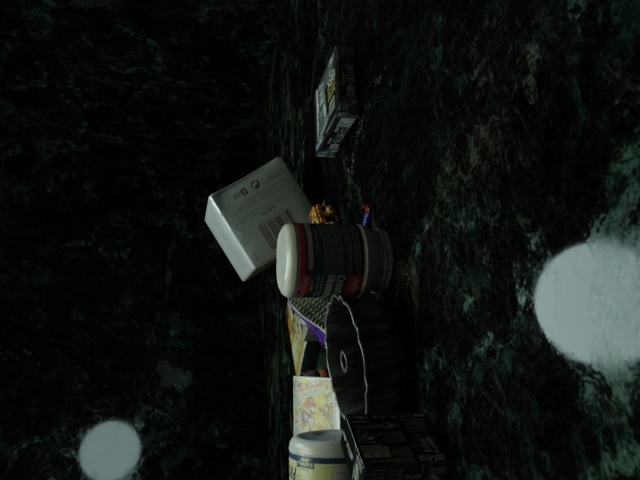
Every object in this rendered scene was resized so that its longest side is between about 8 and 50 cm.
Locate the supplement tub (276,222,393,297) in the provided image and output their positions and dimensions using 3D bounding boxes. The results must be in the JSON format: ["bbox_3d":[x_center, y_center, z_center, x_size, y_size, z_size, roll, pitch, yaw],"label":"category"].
[{"bbox_3d":[0.032,0.052,1.435,0.191,0.272,0.191,-179,90,-77],"label":"supplement tub"}]

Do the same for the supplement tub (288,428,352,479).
[{"bbox_3d":[0.036,0.671,1.441,0.235,0.235,0.325,141,129,-73],"label":"supplement tub"}]

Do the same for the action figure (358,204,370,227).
[{"bbox_3d":[0.127,-0.041,1.578,0.038,0.030,0.115,161,108,-71],"label":"action figure"}]

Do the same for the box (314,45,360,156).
[{"bbox_3d":[0.049,-0.445,1.836,0.307,0.076,0.243,133,137,-71],"label":"box"}]

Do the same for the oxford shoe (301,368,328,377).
[{"bbox_3d":[-0.012,0.574,1.950,0.271,0.098,0.097,-105,22,-50],"label":"oxford shoe"}]

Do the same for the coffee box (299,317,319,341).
[{"bbox_3d":[-0.003,0.228,1.945,0.247,0.098,0.141,106,161,-46],"label":"coffee box"}]

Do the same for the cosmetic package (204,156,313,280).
[{"bbox_3d":[-0.238,-0.071,2.239,0.327,0.329,0.393,57,162,2],"label":"cosmetic package"}]

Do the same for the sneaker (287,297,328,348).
[{"bbox_3d":[0.007,0.252,1.667,0.293,0.102,0.146,40,150,25],"label":"sneaker"}]

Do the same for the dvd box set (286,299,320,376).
[{"bbox_3d":[-0.076,0.343,2.326,0.420,0.062,0.308,-104,20,-49],"label":"dvd box set"}]

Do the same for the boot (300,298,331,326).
[{"bbox_3d":[0.017,0.161,1.747,0.095,0.123,0.258,-45,-35,-66],"label":"boot"}]

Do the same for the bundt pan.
[{"bbox_3d":[0.112,0.286,1.358,0.331,0.124,0.331,174,90,-74],"label":"bundt pan"}]

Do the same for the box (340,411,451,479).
[{"bbox_3d":[0.146,0.423,1.117,0.147,0.180,0.078,-119,34,-63],"label":"box"}]

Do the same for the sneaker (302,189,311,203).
[{"bbox_3d":[-0.083,-0.175,2.395,0.212,0.080,0.094,154,129,-76],"label":"sneaker"}]

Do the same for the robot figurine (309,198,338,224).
[{"bbox_3d":[0.000,0.000,1.984,0.211,0.085,0.291,-108,23,-51],"label":"robot figurine"}]

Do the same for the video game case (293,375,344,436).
[{"bbox_3d":[-0.009,0.561,1.864,0.227,0.026,0.207,-11,76,45],"label":"video game case"}]
